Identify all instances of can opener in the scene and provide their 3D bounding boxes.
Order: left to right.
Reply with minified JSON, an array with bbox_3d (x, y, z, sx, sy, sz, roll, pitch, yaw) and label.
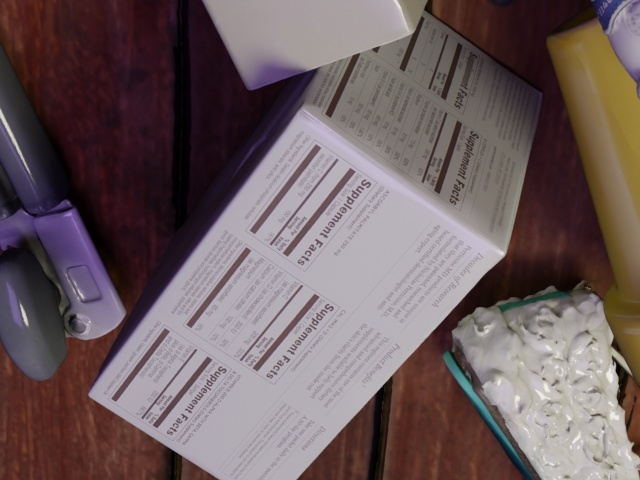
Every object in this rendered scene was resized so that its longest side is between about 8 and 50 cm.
[{"bbox_3d":[-0.220,-0.035,1.124,0.074,0.093,0.280,-11,114,21],"label":"can opener"}]

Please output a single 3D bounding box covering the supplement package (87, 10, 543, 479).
[{"bbox_3d":[0.000,0.000,1.015,0.145,0.204,0.262,35,124,-8],"label":"supplement package"}]

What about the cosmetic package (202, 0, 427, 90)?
[{"bbox_3d":[-0.044,-0.262,0.886,0.113,0.160,0.309,-17,118,23],"label":"cosmetic package"}]

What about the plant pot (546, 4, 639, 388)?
[{"bbox_3d":[0.253,-0.050,0.910,0.254,0.254,0.239,-26,97,27],"label":"plant pot"}]

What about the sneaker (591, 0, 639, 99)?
[{"bbox_3d":[0.264,-0.167,0.769,0.131,0.296,0.112,56,166,8],"label":"sneaker"}]

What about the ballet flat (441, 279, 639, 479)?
[{"bbox_3d":[0.227,0.202,1.141,0.147,0.147,0.409,-18,117,24],"label":"ballet flat"}]
